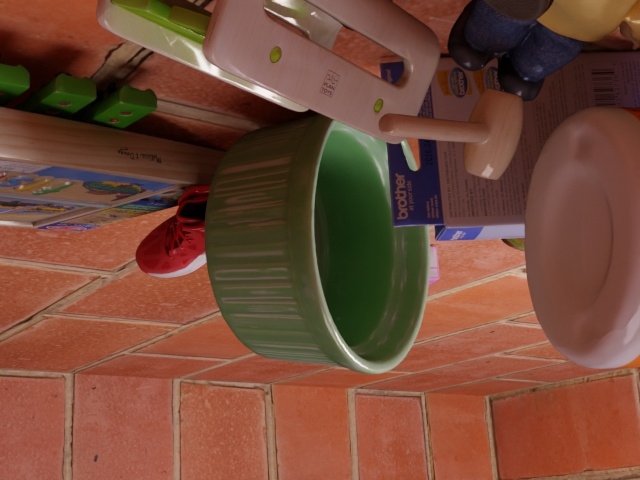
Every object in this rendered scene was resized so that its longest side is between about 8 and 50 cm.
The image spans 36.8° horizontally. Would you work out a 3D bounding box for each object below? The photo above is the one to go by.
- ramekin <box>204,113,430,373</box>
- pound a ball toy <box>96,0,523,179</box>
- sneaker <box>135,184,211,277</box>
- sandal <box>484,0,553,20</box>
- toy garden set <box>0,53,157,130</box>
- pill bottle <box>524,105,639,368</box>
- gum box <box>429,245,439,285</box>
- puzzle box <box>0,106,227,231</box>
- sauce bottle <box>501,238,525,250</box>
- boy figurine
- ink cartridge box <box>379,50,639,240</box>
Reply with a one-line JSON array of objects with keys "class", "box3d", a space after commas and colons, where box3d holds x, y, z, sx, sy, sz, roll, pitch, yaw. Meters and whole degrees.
[{"class": "ramekin", "box3d": [0.000, 0.000, 1.099, 0.148, 0.304, 0.303, -4, 165, 29]}, {"class": "pound a ball toy", "box3d": [0.020, -0.162, 0.754, 0.208, 0.136, 0.319, 23, -174, 35]}, {"class": "sneaker", "box3d": [-0.167, -0.022, 1.182, 0.221, 0.087, 0.128, -26, 158, 23]}, {"class": "sandal", "box3d": [0.099, -0.223, 0.665, 0.090, 0.060, 0.219, 29, 169, 35]}, {"class": "toy garden set", "box3d": [-0.324, -0.145, 0.973, 0.244, 0.049, 0.203, 5, 166, -40]}, {"class": "pill bottle", "box3d": [0.402, -0.001, 0.844, 0.391, 0.224, 0.224, 0, 163, -11]}, {"class": "gum box", "box3d": [0.108, 0.051, 1.666, 0.188, 0.062, 0.107, 1, 163, -14]}, {"class": "puzzle box", "box3d": [-0.318, -0.067, 1.089, 0.272, 0.052, 0.409, -12, 172, 29]}, {"class": "sauce bottle", "box3d": [0.315, -0.046, 1.191, 0.111, 0.112, 0.344, -1, 176, -8]}, {"class": "boy figurine", "box3d": [0.200, -0.219, 0.750, 0.177, 0.092, 0.285, 28, 153, -7]}, {"class": "ink cartridge box", "box3d": [0.217, -0.097, 0.989, 0.310, 0.186, 0.065, -2, 165, -6]}]
